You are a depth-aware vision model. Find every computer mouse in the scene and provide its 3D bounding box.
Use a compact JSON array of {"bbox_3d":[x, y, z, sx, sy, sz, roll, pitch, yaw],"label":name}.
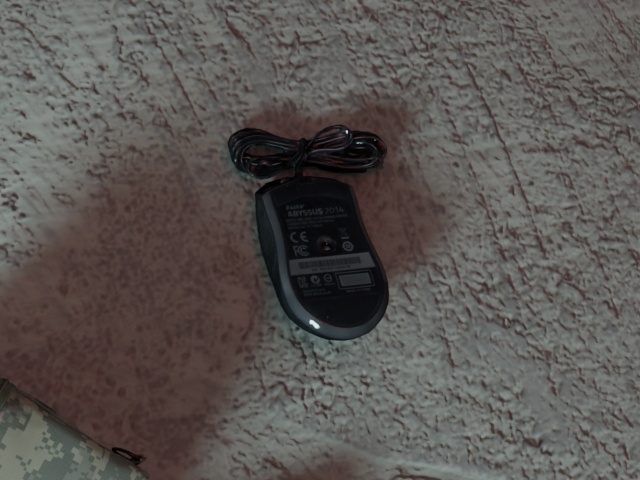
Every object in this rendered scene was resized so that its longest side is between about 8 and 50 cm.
[{"bbox_3d":[0.000,0.000,1.386,0.189,0.072,0.272,-1,58,-17],"label":"computer mouse"}]

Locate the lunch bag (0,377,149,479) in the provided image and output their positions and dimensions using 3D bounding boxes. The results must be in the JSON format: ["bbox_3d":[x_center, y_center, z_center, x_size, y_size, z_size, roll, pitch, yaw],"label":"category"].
[{"bbox_3d":[-0.315,0.275,1.083,0.256,0.212,0.305,28,64,-7],"label":"lunch bag"}]
